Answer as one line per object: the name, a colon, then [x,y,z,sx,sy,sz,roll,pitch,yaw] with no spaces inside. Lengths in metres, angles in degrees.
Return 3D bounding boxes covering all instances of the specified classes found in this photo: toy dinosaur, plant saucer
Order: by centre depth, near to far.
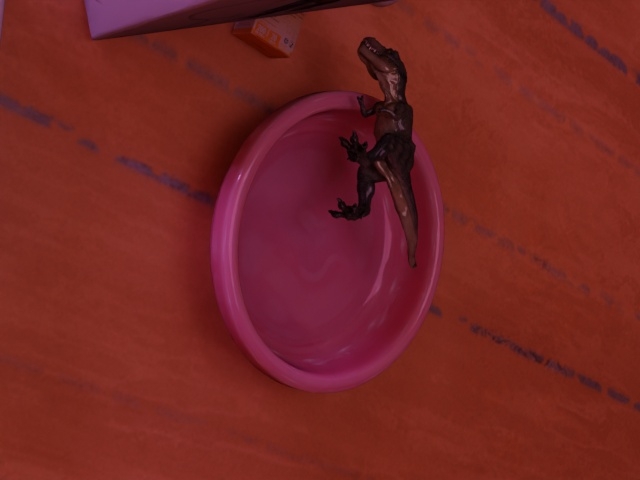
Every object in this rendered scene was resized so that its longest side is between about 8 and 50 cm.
toy dinosaur: [0.064,-0.080,1.420,0.118,0.064,0.268,-25,114,-45]
plant saucer: [0.000,0.000,1.464,0.332,0.084,0.332,-6,99,-43]

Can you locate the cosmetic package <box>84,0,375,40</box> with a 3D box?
cosmetic package: [-0.002,-0.273,1.257,0.377,0.284,0.098,-14,99,-31]

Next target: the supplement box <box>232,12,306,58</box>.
supplement box: [-0.048,-0.254,1.421,0.062,0.036,0.098,27,76,-40]

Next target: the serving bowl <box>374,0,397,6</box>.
serving bowl: [0.078,-0.315,1.536,0.083,0.027,0.083,-7,100,-41]

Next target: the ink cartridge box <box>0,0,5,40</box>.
ink cartridge box: [-0.427,-0.121,1.073,0.330,0.071,0.324,6,91,-39]
